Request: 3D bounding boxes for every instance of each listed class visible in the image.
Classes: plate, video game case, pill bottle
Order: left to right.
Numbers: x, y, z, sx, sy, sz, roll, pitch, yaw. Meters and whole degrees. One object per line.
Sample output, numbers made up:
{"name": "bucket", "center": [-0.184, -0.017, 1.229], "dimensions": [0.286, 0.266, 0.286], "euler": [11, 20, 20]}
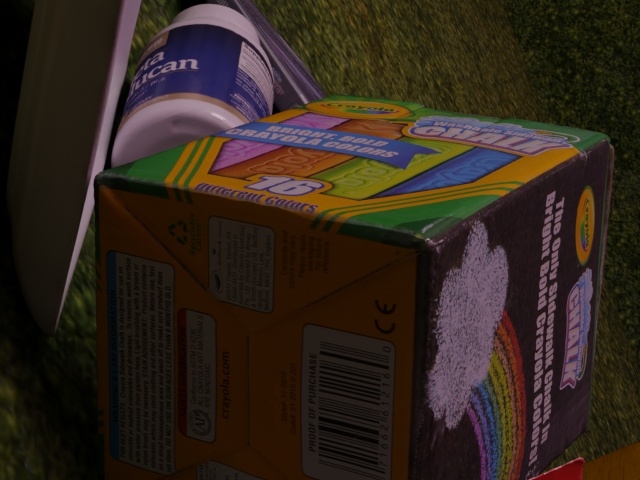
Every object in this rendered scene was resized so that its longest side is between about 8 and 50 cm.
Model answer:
{"name": "plate", "center": [-0.114, -0.137, 0.711], "dimensions": [0.045, 0.277, 0.278], "euler": [13, 36, -9]}
{"name": "pill bottle", "center": [-0.079, -0.087, 0.890], "dimensions": [0.094, 0.094, 0.169], "euler": [55, 20, -29]}
{"name": "video game case", "center": [-0.018, -0.118, 1.085], "dimensions": [0.196, 0.026, 0.274], "euler": [45, 10, -46]}

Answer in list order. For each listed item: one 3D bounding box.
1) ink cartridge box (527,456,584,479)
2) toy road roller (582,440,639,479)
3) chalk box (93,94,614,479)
{"name": "ink cartridge box", "center": [0.053, 0.222, 0.604], "dimensions": [0.056, 0.181, 0.224], "euler": [46, -33, 48]}
{"name": "toy road roller", "center": [0.136, 0.258, 0.802], "dimensions": [0.329, 0.241, 0.202], "euler": [64, 19, -3]}
{"name": "chalk box", "center": [0.039, 0.030, 0.723], "dimensions": [0.289, 0.179, 0.180], "euler": [-25, 122, -56]}
